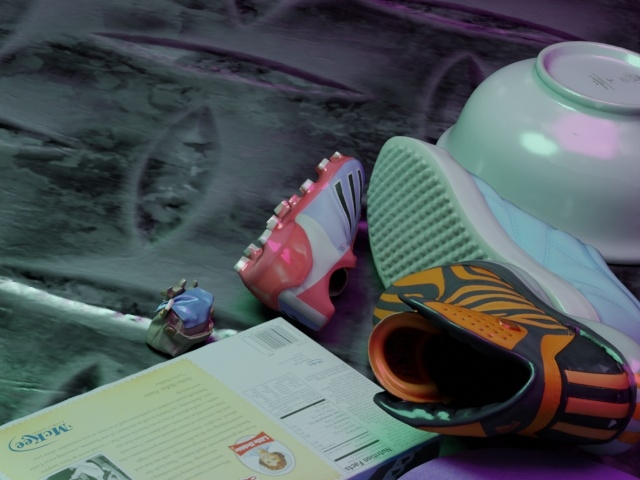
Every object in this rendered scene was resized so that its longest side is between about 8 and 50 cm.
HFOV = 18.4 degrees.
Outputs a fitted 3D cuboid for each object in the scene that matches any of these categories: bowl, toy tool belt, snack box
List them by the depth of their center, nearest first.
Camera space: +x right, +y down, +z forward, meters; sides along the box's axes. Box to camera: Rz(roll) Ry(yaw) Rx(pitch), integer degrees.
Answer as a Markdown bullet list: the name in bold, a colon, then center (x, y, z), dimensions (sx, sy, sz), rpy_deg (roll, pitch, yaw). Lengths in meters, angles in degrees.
- **snack box**: center (-0.084, 0.167, 1.457), dimensions (0.322, 0.060, 0.187), rpy_deg (-20, 42, -41)
- **toy tool belt**: center (-0.110, 0.057, 1.641), dimensions (0.052, 0.051, 0.083), rpy_deg (22, 32, 18)
- **bowl**: center (0.270, -0.108, 1.967), dimensions (0.298, 0.134, 0.298), rpy_deg (8, 31, -5)

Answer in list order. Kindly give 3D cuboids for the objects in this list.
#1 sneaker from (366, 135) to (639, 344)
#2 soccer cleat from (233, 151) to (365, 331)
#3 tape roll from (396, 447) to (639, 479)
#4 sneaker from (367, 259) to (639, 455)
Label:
- **sneaker**: center (0.167, 0.033, 1.718), dimensions (0.150, 0.135, 0.366), rpy_deg (8, 29, -34)
- **soccer cleat**: center (0.000, 0.000, 1.767), dimensions (0.095, 0.083, 0.248), rpy_deg (44, 28, -3)
- **tape roll**: center (0.157, 0.259, 1.353), dimensions (0.275, 0.090, 0.275), rpy_deg (9, 30, -5)
- **sneaker**: center (0.095, 0.074, 1.515), dimensions (0.180, 0.124, 0.321), rpy_deg (10, 3, -32)
